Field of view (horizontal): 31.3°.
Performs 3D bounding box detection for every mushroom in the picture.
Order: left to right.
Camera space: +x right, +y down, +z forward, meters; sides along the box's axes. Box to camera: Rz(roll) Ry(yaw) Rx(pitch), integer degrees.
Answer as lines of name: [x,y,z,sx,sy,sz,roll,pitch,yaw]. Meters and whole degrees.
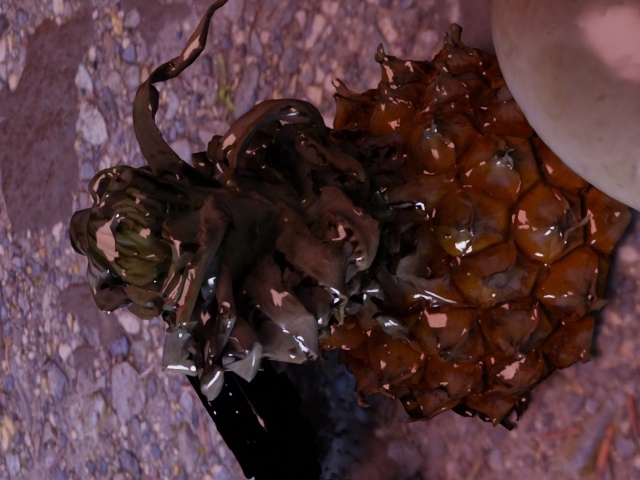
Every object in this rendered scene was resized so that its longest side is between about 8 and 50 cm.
mushroom: [0.179,-0.095,0.554,0.204,0.204,0.204,3,94,43]

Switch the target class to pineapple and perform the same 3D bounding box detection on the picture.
pineapple: [0.000,0.000,0.645,0.262,0.271,0.262,3,94,44]

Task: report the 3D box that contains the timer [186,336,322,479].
timer: [-0.054,0.113,0.788,0.144,0.055,0.187,56,166,27]

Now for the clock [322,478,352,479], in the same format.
clock: [0.081,0.266,0.675,0.254,0.189,0.189,18,105,26]
